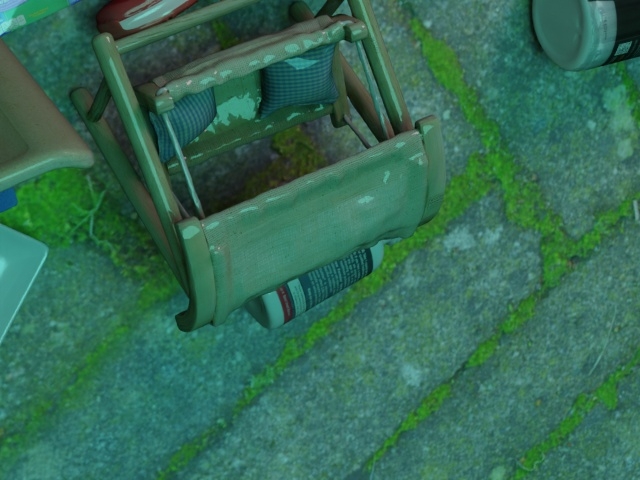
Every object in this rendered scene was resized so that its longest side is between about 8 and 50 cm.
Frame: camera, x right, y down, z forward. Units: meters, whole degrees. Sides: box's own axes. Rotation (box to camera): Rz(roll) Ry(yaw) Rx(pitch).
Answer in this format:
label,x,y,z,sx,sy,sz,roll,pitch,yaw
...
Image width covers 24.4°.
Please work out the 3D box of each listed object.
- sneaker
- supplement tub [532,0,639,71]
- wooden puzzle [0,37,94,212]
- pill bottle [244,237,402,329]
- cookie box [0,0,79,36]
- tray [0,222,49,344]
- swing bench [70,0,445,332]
label,x,y,z,sx,sy,sz,roll,pitch,yaw
sneaker,-0.135,-0.280,1.320,0.221,0.087,0.128,-41,111,-24
supplement tub,0.326,-0.248,1.532,0.190,0.117,0.117,-15,112,-22
wooden puzzle,-0.384,-0.066,1.123,0.348,0.322,0.080,-22,133,-21
pill bottle,0.000,0.000,1.448,0.180,0.108,0.108,-29,116,-16
cookie box,-0.266,-0.243,1.276,0.092,0.040,0.107,-28,115,-16
tray,-0.388,0.013,1.301,0.270,0.030,0.145,27,93,-31
swing bench,-0.048,-0.086,1.309,0.253,0.165,0.254,-25,85,-20
